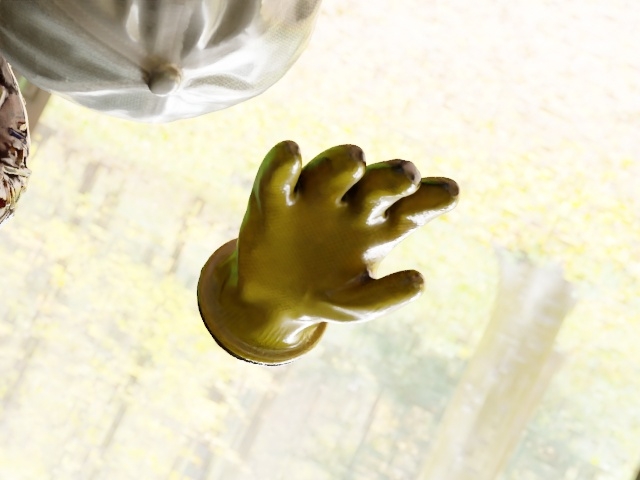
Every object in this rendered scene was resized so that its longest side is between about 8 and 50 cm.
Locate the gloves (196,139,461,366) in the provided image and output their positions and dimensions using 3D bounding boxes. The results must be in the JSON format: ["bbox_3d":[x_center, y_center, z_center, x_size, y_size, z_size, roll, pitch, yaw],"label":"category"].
[{"bbox_3d":[-0.001,0.000,1.052,0.133,0.116,0.294,9,156,-18],"label":"gloves"}]

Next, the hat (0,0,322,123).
[{"bbox_3d":[-0.073,-0.188,0.666,0.232,0.275,0.161,-1,-154,-27],"label":"hat"}]

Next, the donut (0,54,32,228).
[{"bbox_3d":[-0.279,-0.098,0.963,0.089,0.235,0.235,-19,162,11],"label":"donut"}]
